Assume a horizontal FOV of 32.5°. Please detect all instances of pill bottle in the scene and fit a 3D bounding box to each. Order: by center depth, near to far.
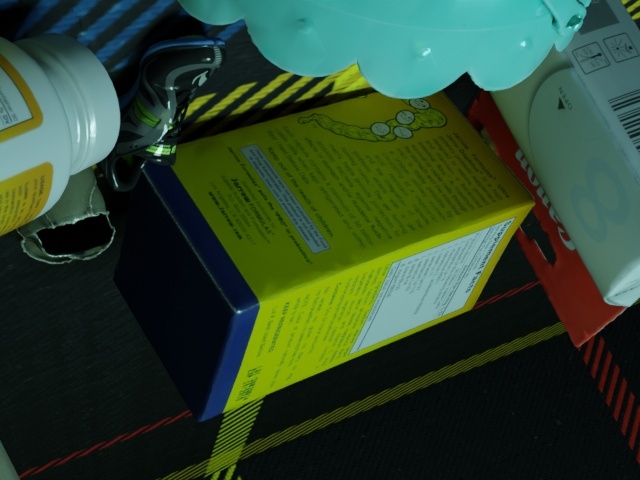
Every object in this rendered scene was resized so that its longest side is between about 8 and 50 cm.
[{"bbox_3d":[-0.251,-0.058,0.715,0.136,0.136,0.245,-43,174,41],"label":"pill bottle"}]

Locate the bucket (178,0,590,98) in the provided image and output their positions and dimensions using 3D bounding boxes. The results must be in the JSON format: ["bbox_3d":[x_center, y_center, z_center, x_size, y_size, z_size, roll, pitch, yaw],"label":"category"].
[{"bbox_3d":[0.042,-0.228,0.545,0.281,0.281,0.183,-16,153,-24],"label":"bucket"}]

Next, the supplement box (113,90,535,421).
[{"bbox_3d":[0.000,0.000,1.108,0.356,0.195,0.194,-19,149,-31],"label":"supplement box"}]

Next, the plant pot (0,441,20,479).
[{"bbox_3d":[-0.447,0.230,1.078,0.334,0.305,0.334,-22,160,-8],"label":"plant pot"}]

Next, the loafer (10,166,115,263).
[{"bbox_3d":[-0.239,-0.015,0.996,0.094,0.087,0.251,-20,169,-13],"label":"loafer"}]

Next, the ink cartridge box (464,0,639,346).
[{"bbox_3d":[0.224,-0.072,1.099,0.091,0.308,0.385,-20,161,-18],"label":"ink cartridge box"}]

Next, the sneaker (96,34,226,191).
[{"bbox_3d":[-0.132,-0.106,0.925,0.067,0.078,0.188,-5,152,-46],"label":"sneaker"}]
